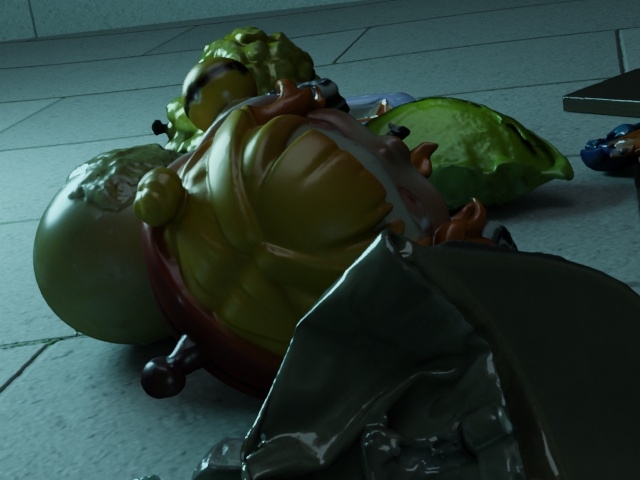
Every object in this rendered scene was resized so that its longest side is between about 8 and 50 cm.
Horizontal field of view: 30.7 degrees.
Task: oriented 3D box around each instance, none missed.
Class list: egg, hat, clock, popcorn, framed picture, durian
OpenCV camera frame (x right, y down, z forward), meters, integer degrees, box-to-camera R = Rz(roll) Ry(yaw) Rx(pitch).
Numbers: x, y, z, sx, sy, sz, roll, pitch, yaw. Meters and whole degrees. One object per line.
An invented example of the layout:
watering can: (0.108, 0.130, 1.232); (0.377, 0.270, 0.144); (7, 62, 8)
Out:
egg: (-0.142, 0.001, 0.956); (0.164, 0.164, 0.201); (6, 18, 37)
hat: (0.093, 0.120, 0.608); (0.245, 0.149, 0.214); (19, 43, -35)
clock: (0.045, -0.134, 1.436); (0.172, 0.064, 0.198); (-23, 23, -37)
popcorn: (-0.082, -0.118, 1.235); (0.169, 0.189, 0.218); (27, -16, 10)
framed picture: (0.418, -0.194, 1.519); (0.168, 0.023, 0.128); (-22, 22, -36)
durian: (0.123, -0.078, 1.190); (0.250, 0.101, 0.139); (-8, 53, 0)

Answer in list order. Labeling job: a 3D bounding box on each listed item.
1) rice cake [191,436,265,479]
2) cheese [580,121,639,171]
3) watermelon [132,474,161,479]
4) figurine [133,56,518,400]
rice cake: (0.022, 0.134, 0.686); (0.207, 0.036, 0.047); (-4, 11, 12)
cheese: (0.378, -0.103, 1.106); (0.217, 0.129, 0.329); (-19, 9, -21)
watermelon: (-0.172, 0.206, 0.505); (0.241, 0.094, 0.154); (-11, 28, -4)
figurine: (-0.002, 0.003, 0.839); (0.320, 0.196, 0.323); (40, 23, 12)
